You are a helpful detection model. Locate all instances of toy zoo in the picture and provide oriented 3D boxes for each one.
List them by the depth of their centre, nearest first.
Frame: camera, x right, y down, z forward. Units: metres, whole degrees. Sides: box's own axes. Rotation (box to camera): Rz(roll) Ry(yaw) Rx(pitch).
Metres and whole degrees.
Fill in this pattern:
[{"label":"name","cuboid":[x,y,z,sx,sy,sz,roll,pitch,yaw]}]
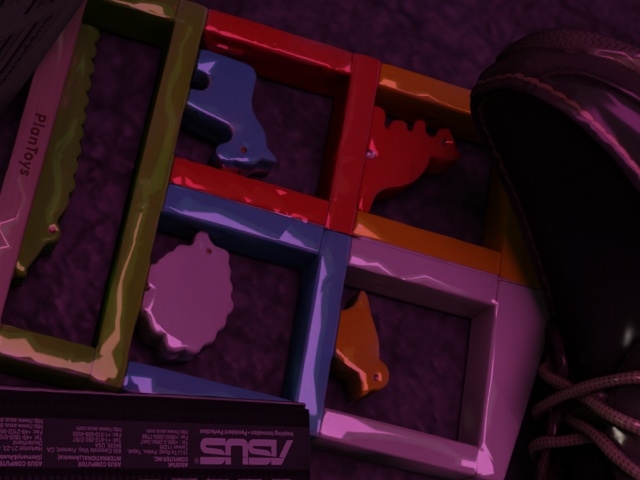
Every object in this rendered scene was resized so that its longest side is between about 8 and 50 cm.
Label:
[{"label":"toy zoo","cuboid":[0.000,0.000,0.614,0.293,0.030,0.192,15,67,-14]}]

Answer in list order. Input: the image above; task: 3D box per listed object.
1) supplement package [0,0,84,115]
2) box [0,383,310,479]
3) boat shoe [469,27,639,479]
[{"label":"supplement package","cuboid":[-0.207,-0.125,0.435,0.199,0.198,0.263,46,33,-1]},{"label":"box","cuboid":[-0.118,0.156,0.428,0.270,0.060,0.216,9,76,-43]},{"label":"boat shoe","cuboid":[0.164,0.076,0.567,0.130,0.132,0.355,-36,97,-20]}]
